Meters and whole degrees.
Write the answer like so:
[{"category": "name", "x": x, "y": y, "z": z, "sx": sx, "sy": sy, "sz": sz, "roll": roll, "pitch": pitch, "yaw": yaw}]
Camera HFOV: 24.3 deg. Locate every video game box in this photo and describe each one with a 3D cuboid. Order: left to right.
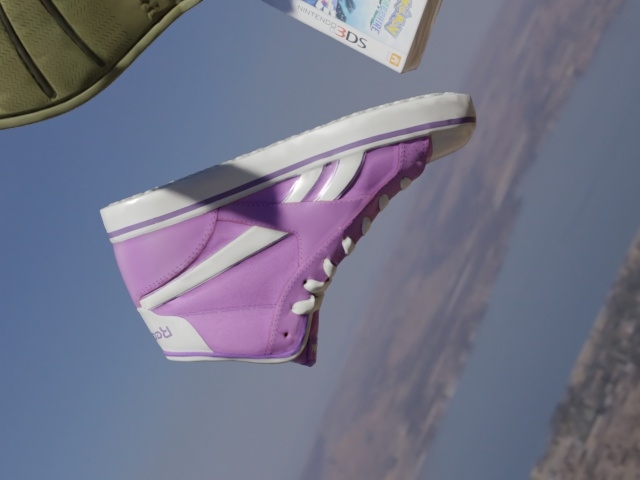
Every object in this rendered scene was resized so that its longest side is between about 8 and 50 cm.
[{"category": "video game box", "x": 0.049, "y": -0.304, "z": 1.543, "sx": 0.048, "sy": 0.187, "sz": 0.205, "roll": -32, "pitch": -34, "yaw": -56}]

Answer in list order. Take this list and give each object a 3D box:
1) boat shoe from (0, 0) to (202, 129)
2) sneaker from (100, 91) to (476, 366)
[{"category": "boat shoe", "x": -0.172, "y": -0.172, "z": 1.065, "sx": 0.302, "sy": 0.113, "sz": 0.103, "roll": -32, "pitch": 20, "yaw": -16}, {"category": "sneaker", "x": 0.000, "y": 0.000, "z": 1.075, "sx": 0.282, "sy": 0.161, "sz": 0.102, "roll": -22, "pitch": 3, "yaw": -6}]
